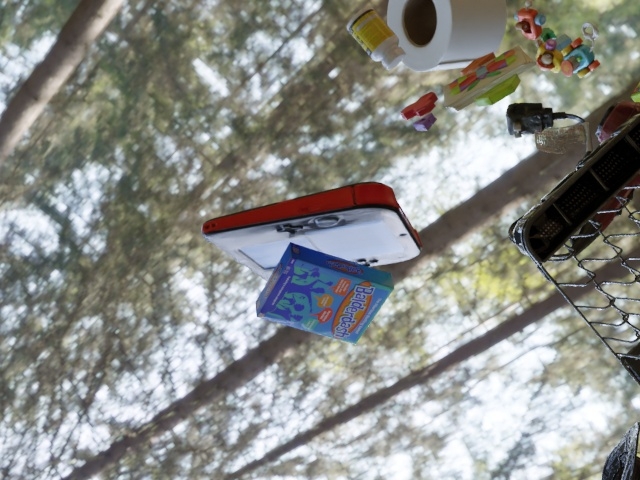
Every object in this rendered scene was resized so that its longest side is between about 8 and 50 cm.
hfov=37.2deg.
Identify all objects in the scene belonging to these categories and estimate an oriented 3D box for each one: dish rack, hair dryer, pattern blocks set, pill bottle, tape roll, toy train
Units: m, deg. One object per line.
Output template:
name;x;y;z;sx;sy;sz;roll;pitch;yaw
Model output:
dish rack;0.339;0.022;0.957;0.271;0.208;0.074;49;175;-10
hair dryer;0.370;-0.071;1.159;0.294;0.080;0.223;-3;-115;5
pattern blocks set;0.311;-0.308;1.802;0.026;0.325;0.285;56;-177;-18
pill bottle;0.109;-0.385;1.819;0.116;0.065;0.065;51;-141;9
tape roll;0.295;-0.526;2.239;0.169;0.246;0.246;-13;-111;-31
toy train;0.384;-0.326;1.574;0.046;0.166;0.125;-38;-50;-19

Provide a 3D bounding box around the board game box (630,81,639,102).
board game box;0.656;-0.233;1.747;0.181;0.043;0.092;46;-119;-16

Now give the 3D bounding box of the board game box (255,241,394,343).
board game box;0.007;0.101;1.759;0.210;0.160;0.047;17;-145;-20

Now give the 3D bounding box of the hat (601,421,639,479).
hat;0.660;0.539;1.966;0.134;0.331;0.331;17;-140;11

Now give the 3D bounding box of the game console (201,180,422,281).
game console;0.000;0.000;1.770;0.386;0.342;0.060;47;-149;-69
